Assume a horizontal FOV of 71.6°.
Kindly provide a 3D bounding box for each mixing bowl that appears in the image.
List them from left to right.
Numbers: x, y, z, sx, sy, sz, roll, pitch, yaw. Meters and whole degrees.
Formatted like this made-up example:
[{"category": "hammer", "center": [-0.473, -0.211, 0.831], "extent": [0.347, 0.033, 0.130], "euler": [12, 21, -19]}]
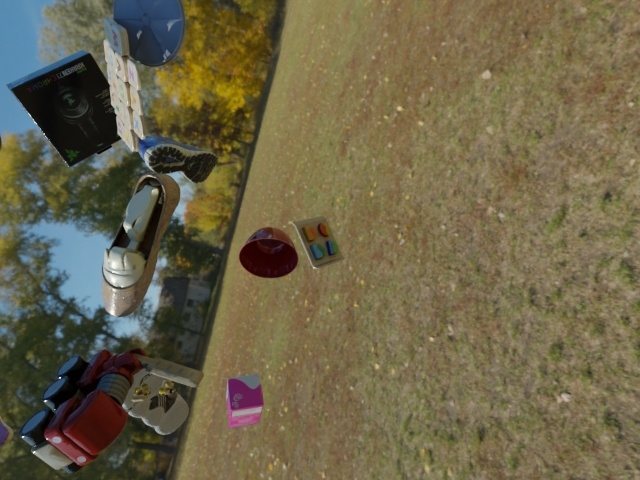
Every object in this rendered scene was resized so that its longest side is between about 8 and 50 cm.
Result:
[{"category": "mixing bowl", "center": [-0.158, 0.025, 1.386], "extent": [0.098, 0.182, 0.181], "euler": [-91, 19, -46]}]

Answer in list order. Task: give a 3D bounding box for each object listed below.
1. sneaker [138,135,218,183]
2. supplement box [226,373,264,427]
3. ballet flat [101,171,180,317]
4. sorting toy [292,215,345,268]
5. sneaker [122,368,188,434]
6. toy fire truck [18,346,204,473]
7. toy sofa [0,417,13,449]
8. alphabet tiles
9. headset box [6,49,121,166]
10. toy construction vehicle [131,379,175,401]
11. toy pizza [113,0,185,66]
[{"category": "sneaker", "center": [-0.485, -0.295, 1.517], "extent": [0.129, 0.147, 0.330], "euler": [-54, -22, 12]}, {"category": "supplement box", "center": [-0.265, 0.559, 1.542], "extent": [0.220, 0.114, 0.111], "euler": [109, 153, -50]}, {"category": "ballet flat", "center": [-0.384, 0.001, 0.909], "extent": [0.106, 0.108, 0.315], "euler": [93, -168, -80]}, {"category": "sorting toy", "center": [0.000, 0.000, 1.746], "extent": [0.038, 0.193, 0.208], "euler": [-34, 79, 38]}, {"category": "sneaker", "center": [-0.530, 0.418, 1.297], "extent": [0.137, 0.210, 0.365], "euler": [-43, -36, -28]}, {"category": "toy fire truck", "center": [-0.373, 0.293, 0.836], "extent": [0.247, 0.158, 0.217], "euler": [-28, 25, 8]}, {"category": "toy sofa", "center": [-0.906, 0.422, 1.048], "extent": [0.177, 0.363, 0.150], "euler": [-53, -35, -11]}, {"category": "alphabet tiles", "center": [-0.474, -0.365, 1.061], "extent": [0.278, 0.021, 0.283], "euler": [43, 137, 41]}, {"category": "headset box", "center": [-0.764, -0.405, 1.394], "extent": [0.131, 0.246, 0.282], "euler": [34, 152, 46]}, {"category": "toy construction vehicle", "center": [-0.370, 0.326, 0.979], "extent": [0.098, 0.086, 0.035], "euler": [119, 147, -80]}, {"category": "toy pizza", "center": [-0.387, -0.504, 1.015], "extent": [0.032, 0.202, 0.201], "euler": [-42, -25, -61]}]
